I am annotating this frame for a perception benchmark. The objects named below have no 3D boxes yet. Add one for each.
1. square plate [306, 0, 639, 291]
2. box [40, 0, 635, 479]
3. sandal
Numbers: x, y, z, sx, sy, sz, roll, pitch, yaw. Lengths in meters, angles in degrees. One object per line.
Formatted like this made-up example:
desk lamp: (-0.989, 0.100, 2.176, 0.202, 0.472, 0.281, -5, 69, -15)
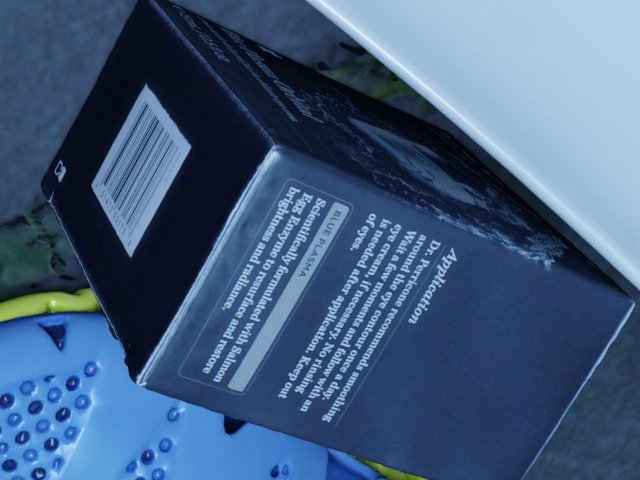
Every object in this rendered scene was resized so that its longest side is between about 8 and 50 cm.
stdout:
square plate: (0.153, -0.167, 0.514, 0.347, 0.049, 0.344, 40, 91, -9)
box: (0.000, 0.000, 0.553, 0.158, 0.156, 0.093, 22, 106, -31)
sandal: (-0.028, 0.124, 0.624, 0.317, 0.138, 0.126, 26, 107, -30)
